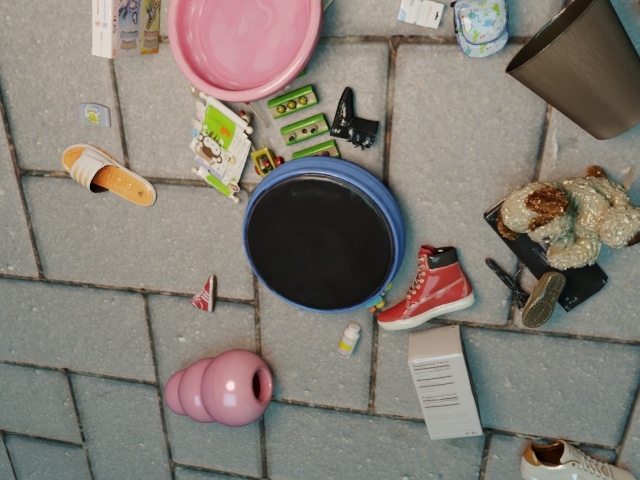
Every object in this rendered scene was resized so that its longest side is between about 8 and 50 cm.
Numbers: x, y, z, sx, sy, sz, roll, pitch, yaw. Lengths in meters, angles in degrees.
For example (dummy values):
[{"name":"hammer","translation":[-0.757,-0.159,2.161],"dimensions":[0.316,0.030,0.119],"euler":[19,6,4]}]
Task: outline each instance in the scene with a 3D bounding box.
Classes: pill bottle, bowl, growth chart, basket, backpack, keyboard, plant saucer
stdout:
[{"name":"pill bottle","translation":[0.079,0.263,1.329],"dimensions":[0.043,0.043,0.083],"euler":[21,115,3]},{"name":"bowl","translation":[0.000,0.000,1.161],"dimensions":[0.391,0.077,0.391],"euler":[6,117,12]},{"name":"growth chart","translation":[-0.240,-0.217,1.171],"dimensions":[0.172,0.021,0.237],"euler":[31,132,10]},{"name":"basket","translation":[0.507,-0.314,0.936],"dimensions":[0.227,0.154,0.204],"euler":[41,117,-11]},{"name":"backpack","translation":[0.313,-0.417,0.966],"dimensions":[0.105,0.084,0.114],"euler":[-8,113,18]},{"name":"keyboard","translation":[0.492,0.044,1.154],"dimensions":[0.201,0.033,0.317],"euler":[-41,98,17]},{"name":"plant saucer","translation":[-0.146,-0.442,1.003],"dimensions":[0.332,0.084,0.332],"euler":[1,93,18]}]

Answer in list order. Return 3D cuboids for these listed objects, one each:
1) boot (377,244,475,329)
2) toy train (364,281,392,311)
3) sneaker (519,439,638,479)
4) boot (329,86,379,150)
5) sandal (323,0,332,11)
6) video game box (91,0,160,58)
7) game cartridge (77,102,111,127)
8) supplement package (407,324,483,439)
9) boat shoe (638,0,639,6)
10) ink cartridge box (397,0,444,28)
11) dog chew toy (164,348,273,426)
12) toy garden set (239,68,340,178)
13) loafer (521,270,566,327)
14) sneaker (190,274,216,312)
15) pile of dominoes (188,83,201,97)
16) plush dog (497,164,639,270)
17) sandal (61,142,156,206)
[{"name":"boot","translation":[0.230,0.108,1.210],"dimensions":[0.244,0.088,0.176],"euler":[-24,106,12]},{"name":"toy train","translation":[0.121,0.096,1.251],"dimensions":[0.125,0.046,0.166],"euler":[17,115,11]},{"name":"sneaker","translation":[0.684,0.599,1.305],"dimensions":[0.290,0.106,0.123],"euler":[4,116,12]},{"name":"boot","translation":[0.081,-0.267,1.101],"dimensions":[0.099,0.045,0.121],"euler":[16,95,-9]},{"name":"sandal","translation":[0.017,-0.561,0.972],"dimensions":[0.088,0.079,0.240],"euler":[32,116,-2]},{"name":"video game box","translation":[-0.396,-0.480,1.027],"dimensions":[0.048,0.205,0.187],"euler":[16,116,4]},{"name":"game cartridge","translation":[-0.564,-0.314,1.240],"dimensions":[0.083,0.017,0.056],"euler":[8,110,9]},{"name":"supplement package","translation":[0.316,0.359,1.266],"dimensions":[0.134,0.139,0.244],"euler":[-13,108,16]},{"name":"boat shoe","translation":[0.734,-0.453,0.839],"dimensions":[0.341,0.121,0.110],"euler":[-21,106,18]},{"name":"ink cartridge box","translation":[0.201,-0.460,1.002],"dimensions":[0.083,0.028,0.048],"euler":[16,115,6]},{"name":"dog chew toy","translation":[-0.301,0.420,1.400],"dimensions":[0.332,0.206,0.207],"euler":[-13,110,25]},{"name":"toy garden set","translation":[-0.093,-0.257,1.114],"dimensions":[0.203,0.049,0.244],"euler":[-16,121,18]},{"name":"loafer","translation":[0.509,0.134,1.138],"dimensions":[0.056,0.050,0.148],"euler":[26,108,0]},{"name":"sneaker","translation":[-0.322,0.143,1.366],"dimensions":[0.067,0.042,0.118],"euler":[12,117,4]},{"name":"pile of dominoes","translation":[-0.203,-0.445,1.106],"dimensions":[0.196,0.040,0.251],"euler":[2,105,12]},{"name":"plush dog","translation":[0.484,-0.063,1.009],"dimensions":[0.225,0.262,0.211],"euler":[2,73,-6]},{"name":"sandal","translation":[-0.550,-0.161,1.267],"dimensions":[0.265,0.076,0.102],"euler":[26,115,1]}]
